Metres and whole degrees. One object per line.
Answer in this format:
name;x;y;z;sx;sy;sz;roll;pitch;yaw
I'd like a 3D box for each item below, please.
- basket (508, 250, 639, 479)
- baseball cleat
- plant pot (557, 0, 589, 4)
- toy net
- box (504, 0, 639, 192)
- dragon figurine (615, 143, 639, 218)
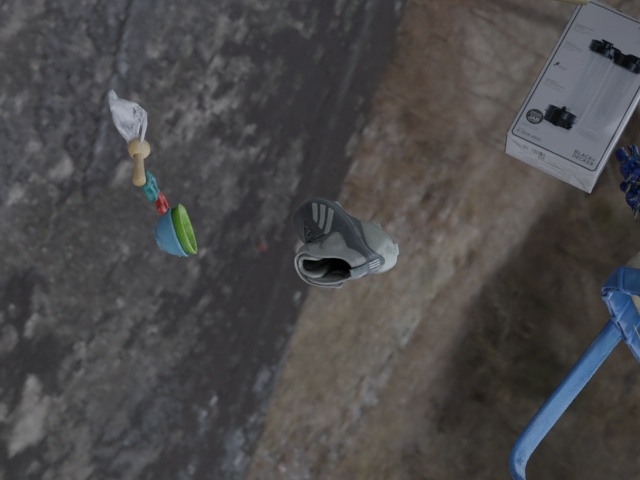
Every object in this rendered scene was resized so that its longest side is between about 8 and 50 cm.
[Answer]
basket;0.301;0.107;0.895;0.289;0.254;0.201;-57;137;-10
baseball cleat;0.000;0.000;1.439;0.109;0.206;0.072;-21;109;-27
plant pot;0.280;-0.445;1.716;0.256;0.274;0.256;-59;176;-7
toy net;-0.213;-0.089;1.607;0.045;0.232;0.122;-19;-176;6
box;0.448;-0.246;2.080;0.290;0.169;0.087;-61;166;-13
dragon figurine;0.479;-0.032;1.479;0.144;0.289;0.085;-39;145;-2
